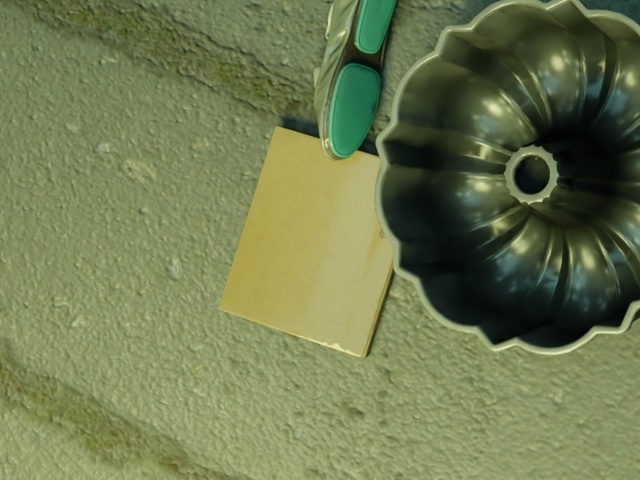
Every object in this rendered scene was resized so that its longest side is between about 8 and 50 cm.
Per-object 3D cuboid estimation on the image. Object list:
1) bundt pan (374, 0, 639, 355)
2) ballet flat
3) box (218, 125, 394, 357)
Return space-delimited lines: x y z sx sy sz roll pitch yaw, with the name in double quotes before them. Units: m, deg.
"bundt pan" 0.219 -0.059 1.427 0.330 0.124 0.331 0 89 31
"ballet flat" 0.028 -0.185 1.547 0.068 0.072 0.213 13 88 47
"box" 0.000 0.000 1.557 0.164 0.021 0.201 18 91 15
